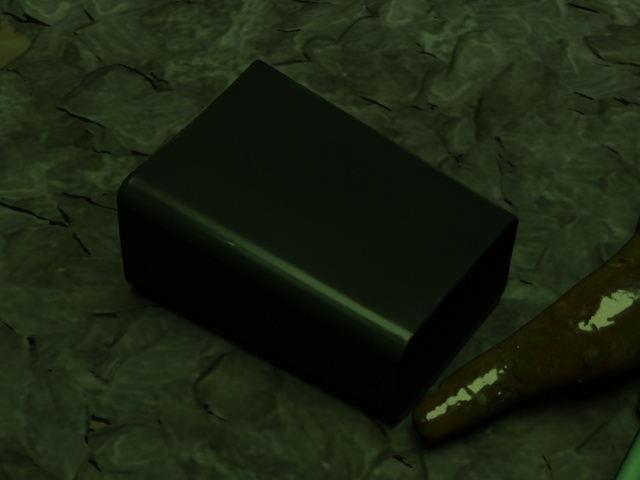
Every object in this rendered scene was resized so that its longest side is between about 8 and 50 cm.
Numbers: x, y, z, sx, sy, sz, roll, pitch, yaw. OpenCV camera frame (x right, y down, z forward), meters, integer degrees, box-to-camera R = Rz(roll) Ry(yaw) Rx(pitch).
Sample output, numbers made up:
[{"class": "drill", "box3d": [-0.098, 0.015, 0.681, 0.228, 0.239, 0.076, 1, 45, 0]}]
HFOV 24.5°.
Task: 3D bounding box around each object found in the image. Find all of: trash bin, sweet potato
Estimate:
[{"class": "trash bin", "box3d": [0.000, 0.000, 1.019, 0.225, 0.115, 0.165, 29, 54, 22]}, {"class": "sweet potato", "box3d": [0.207, 0.039, 1.010, 0.346, 0.079, 0.108, -38, 23, -29]}]

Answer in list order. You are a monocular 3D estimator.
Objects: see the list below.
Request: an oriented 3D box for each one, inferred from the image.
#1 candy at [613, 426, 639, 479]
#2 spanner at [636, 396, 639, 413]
[{"class": "candy", "box3d": [0.145, 0.196, 0.835, 0.119, 0.119, 0.440, 22, 51, 19]}, {"class": "spanner", "box3d": [0.356, 0.060, 0.932, 0.325, 0.026, 0.093, -21, 36, 18]}]
